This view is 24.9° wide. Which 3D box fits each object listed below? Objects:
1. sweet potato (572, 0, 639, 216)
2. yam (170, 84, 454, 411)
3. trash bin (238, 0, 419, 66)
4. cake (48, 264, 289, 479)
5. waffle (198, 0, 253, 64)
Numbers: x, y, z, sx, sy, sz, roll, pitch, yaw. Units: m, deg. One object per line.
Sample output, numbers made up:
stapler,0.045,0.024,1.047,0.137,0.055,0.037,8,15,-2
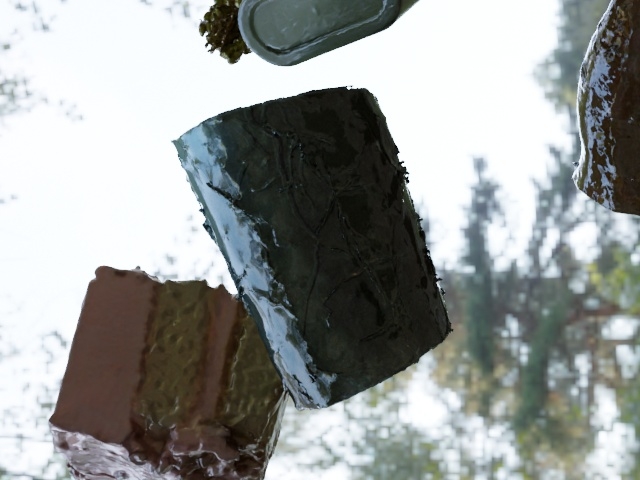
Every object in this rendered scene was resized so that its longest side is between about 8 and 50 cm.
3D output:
sweet potato,0.367,-0.197,1.702,0.131,0.131,0.337,-49,-35,-50
yam,0.000,0.000,1.621,0.241,0.241,0.348,-31,-78,-56
trash bin,0.050,-0.317,1.686,0.247,0.243,0.121,-47,-66,-45
cake,-0.201,0.220,2.035,0.314,0.306,0.293,101,-177,-62
waffle,-0.083,-0.323,1.953,0.197,0.070,0.193,-47,-8,1
